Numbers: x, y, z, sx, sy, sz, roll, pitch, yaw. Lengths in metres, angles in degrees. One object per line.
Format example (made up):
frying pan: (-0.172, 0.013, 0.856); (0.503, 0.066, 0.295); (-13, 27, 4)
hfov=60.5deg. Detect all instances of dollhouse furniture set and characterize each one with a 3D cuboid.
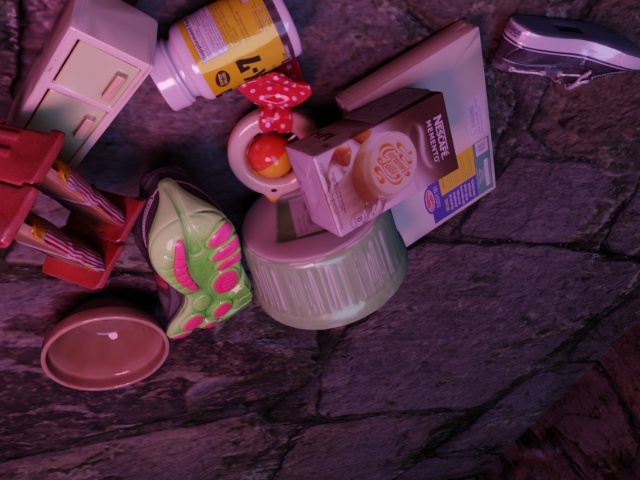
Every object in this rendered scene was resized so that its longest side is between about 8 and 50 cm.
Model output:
dollhouse furniture set: (-0.474, -0.071, 0.768); (0.374, 0.152, 0.201); (15, 163, 17)

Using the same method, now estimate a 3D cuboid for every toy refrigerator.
toy refrigerator: (-0.328, -0.200, 0.732); (0.102, 0.094, 0.269); (20, 142, -38)

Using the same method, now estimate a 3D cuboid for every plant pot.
plant pot: (-0.436, 0.194, 1.120); (0.237, 0.110, 0.237); (-12, 135, -12)

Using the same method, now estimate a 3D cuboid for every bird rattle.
bird rattle: (-0.064, -0.165, 0.928); (0.207, 0.143, 0.253); (-37, 134, 14)

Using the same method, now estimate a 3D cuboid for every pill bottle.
pill bottle: (-0.142, -0.279, 0.794); (0.208, 0.119, 0.119); (-27, 137, 2)

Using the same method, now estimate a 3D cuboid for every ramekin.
ramekin: (0.000, 0.000, 1.010); (0.303, 0.303, 0.148); (-22, 129, -4)

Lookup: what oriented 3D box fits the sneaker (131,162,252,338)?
sneaker: (-0.238, 0.033, 1.020); (0.185, 0.202, 0.483); (-19, 155, -22)

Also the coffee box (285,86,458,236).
coffee box: (0.087, -0.132, 0.880); (0.246, 0.098, 0.141); (-31, 120, -18)

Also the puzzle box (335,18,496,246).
puzzle box: (0.206, -0.180, 1.075); (0.272, 0.052, 0.409); (-33, 137, -6)

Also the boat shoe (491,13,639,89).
boat shoe: (0.468, -0.340, 1.030); (0.306, 0.113, 0.105); (-2, 139, -20)

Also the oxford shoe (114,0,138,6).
oxford shoe: (-0.229, -0.431, 0.635); (0.130, 0.123, 0.348); (25, 123, -10)
